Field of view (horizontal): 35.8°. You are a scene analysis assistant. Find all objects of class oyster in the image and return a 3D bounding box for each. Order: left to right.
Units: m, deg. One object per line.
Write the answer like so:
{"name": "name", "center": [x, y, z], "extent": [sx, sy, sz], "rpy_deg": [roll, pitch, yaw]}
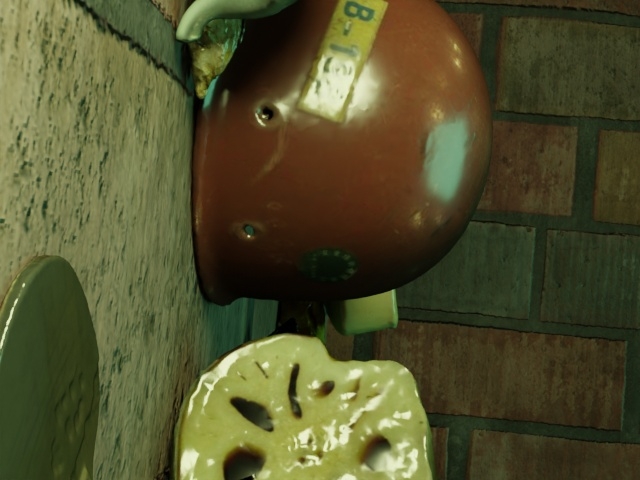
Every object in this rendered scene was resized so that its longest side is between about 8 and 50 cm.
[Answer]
{"name": "oyster", "center": [-0.089, -0.158, 0.738], "extent": [0.080, 0.038, 0.083], "rpy_deg": [-60, -144, 22]}

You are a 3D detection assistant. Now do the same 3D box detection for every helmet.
{"name": "helmet", "center": [0.046, -0.100, 0.922], "extent": [0.337, 0.230, 0.385], "rpy_deg": [82, 25, -60]}

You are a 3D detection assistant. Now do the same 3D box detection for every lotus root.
{"name": "lotus root", "center": [-0.003, 0.252, 0.874], "extent": [0.346, 0.250, 0.250], "rpy_deg": [76, 17, -54]}

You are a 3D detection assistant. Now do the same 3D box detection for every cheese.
{"name": "cheese", "center": [0.036, -0.014, 1.746], "extent": [0.384, 0.104, 0.384], "rpy_deg": [172, -90, -83]}

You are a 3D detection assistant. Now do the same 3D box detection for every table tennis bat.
{"name": "table tennis bat", "center": [-0.127, 0.110, 0.487], "extent": [0.131, 0.022, 0.234], "rpy_deg": [-83, 174, -45]}

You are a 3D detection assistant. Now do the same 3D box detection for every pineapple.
{"name": "pineapple", "center": [-0.029, 0.152, 1.612], "extent": [0.135, 0.079, 0.233], "rpy_deg": [89, 4, -67]}

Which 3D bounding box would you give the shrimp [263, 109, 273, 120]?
{"name": "shrimp", "center": [-0.058, -0.186, 1.050], "extent": [0.133, 0.053, 0.236], "rpy_deg": [-51, 155, -47]}

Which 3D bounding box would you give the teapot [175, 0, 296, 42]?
{"name": "teapot", "center": [-0.030, -0.279, 0.661], "extent": [0.193, 0.129, 0.294], "rpy_deg": [-62, 155, -81]}

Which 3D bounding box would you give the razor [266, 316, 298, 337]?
{"name": "razor", "center": [-0.082, 0.186, 1.137], "extent": [0.082, 0.042, 0.253], "rpy_deg": [-39, -157, 31]}
